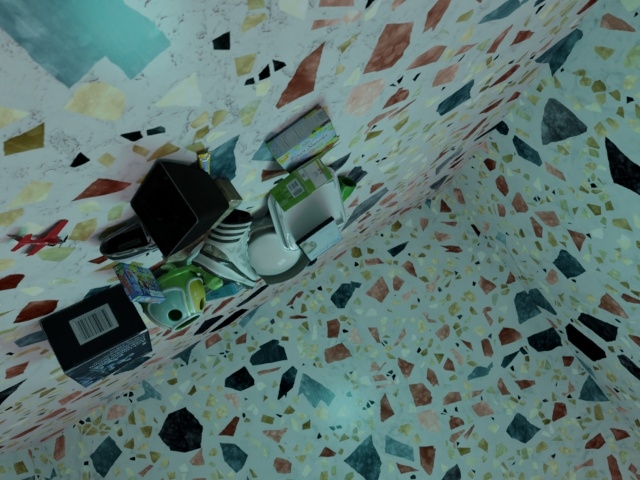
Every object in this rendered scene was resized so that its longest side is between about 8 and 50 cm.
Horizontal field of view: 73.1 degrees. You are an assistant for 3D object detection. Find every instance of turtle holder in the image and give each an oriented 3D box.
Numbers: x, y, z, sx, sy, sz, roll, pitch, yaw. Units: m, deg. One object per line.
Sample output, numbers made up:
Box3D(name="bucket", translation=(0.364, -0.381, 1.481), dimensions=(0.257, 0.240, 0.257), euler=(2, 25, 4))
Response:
Box3D(name="turtle holder", translation=(-0.563, 0.223, 1.757), dimensions=(0.320, 0.228, 0.243), euler=(-27, 166, -25))

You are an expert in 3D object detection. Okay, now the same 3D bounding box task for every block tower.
Box3D(name="block tower", translation=(-0.405, -0.062, 1.407), dimensions=(0.335, 0.097, 0.091), euler=(-42, 165, 24))

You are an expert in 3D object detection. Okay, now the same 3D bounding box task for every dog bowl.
Box3D(name="dog bowl", translation=(-0.213, 0.038, 1.890), dimensions=(0.347, 0.102, 0.349), euler=(-10, 133, -11))

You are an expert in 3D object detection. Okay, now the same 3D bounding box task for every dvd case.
Box3D(name="dvd case", translation=(0.000, 0.000, 1.798), dimensions=(0.180, 0.022, 0.253), euler=(-36, 160, -2))

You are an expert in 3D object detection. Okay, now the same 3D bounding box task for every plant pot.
Box3D(name="plant pot", translation=(-0.367, -0.093, 1.178), dimensions=(0.188, 0.188, 0.167), euler=(-40, 171, 33))

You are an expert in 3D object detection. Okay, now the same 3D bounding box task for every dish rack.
Box3D(name="dish rack", translation=(-0.034, -0.119, 1.767), dimensions=(0.332, 0.072, 0.286), euler=(-27, 121, -23))

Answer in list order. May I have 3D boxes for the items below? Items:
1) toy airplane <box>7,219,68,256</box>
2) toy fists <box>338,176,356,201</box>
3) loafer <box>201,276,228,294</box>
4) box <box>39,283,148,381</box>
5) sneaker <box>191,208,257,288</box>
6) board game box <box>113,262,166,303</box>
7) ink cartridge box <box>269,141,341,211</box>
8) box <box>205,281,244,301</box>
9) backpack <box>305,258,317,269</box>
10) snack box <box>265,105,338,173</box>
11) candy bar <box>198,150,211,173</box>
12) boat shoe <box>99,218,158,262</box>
Box3D(name="toy airplane", translation=(-0.689, 0.000, 1.060), dimensions=(0.151, 0.028, 0.151), euler=(-34, 167, -9))
Box3D(name="toy fists", translation=(0.042, -0.217, 1.959), dimensions=(0.279, 0.096, 0.142), euler=(-15, 147, -53))
Box3D(name="loafer", translation=(-0.548, 0.204, 2.070), dimensions=(0.251, 0.088, 0.094), euler=(-30, -167, -38))
Box3D(name="box", translation=(-0.844, 0.379, 1.673), dimensions=(0.293, 0.212, 0.395), euler=(-28, 167, -27))
Box3D(name="sneaker", translation=(-0.297, 0.030, 1.637), dimensions=(0.258, 0.168, 0.447), euler=(-63, 167, -7))
Box3D(name="board game box", translation=(-0.636, 0.155, 1.529), dimensions=(0.035, 0.136, 0.201), euler=(-33, 167, 0))
Box3D(name="ink cartridge box", translation=(-0.029, -0.227, 1.526), dimensions=(0.255, 0.097, 0.188), euler=(-39, -172, -35))
Box3D(name="box", translation=(-0.492, 0.244, 2.168), dimensions=(0.244, 0.060, 0.100), euler=(-16, -167, 33))
Box3D(name="backpack", translation=(-0.097, 0.082, 2.516), dimensions=(0.151, 0.182, 0.115), euler=(-31, 167, -16))
Box3D(name="snack box", translation=(-0.054, -0.316, 1.384), dimensions=(0.207, 0.070, 0.174), euler=(-36, 170, 4))
Box3D(name="candy bar", translation=(-0.329, -0.205, 1.227), dimensions=(0.040, 0.018, 0.161), euler=(-28, 165, -24))
Box3D(name="boat shoe", translation=(-0.489, -0.031, 1.262), dimensions=(0.305, 0.113, 0.105), euler=(-20, 175, -11))
